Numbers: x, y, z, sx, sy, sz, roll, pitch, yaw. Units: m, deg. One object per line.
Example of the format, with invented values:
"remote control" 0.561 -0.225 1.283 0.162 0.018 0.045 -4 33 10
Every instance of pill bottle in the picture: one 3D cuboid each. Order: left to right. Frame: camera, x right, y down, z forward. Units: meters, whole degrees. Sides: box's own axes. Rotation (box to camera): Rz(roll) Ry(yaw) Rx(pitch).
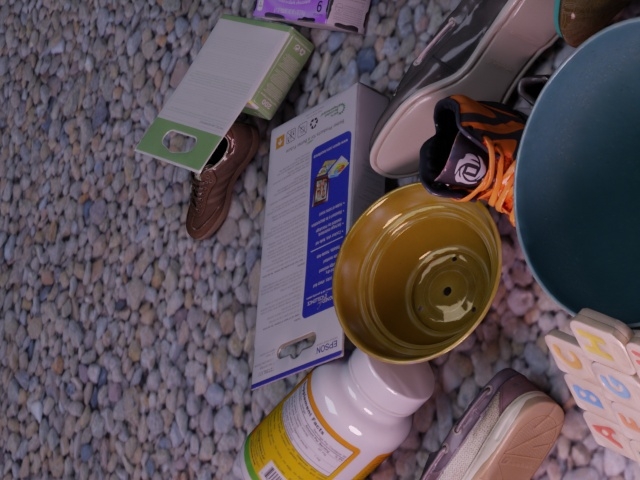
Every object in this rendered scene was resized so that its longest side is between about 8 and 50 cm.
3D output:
"pill bottle" 0.023 0.217 1.963 0.245 0.136 0.136 -47 49 33

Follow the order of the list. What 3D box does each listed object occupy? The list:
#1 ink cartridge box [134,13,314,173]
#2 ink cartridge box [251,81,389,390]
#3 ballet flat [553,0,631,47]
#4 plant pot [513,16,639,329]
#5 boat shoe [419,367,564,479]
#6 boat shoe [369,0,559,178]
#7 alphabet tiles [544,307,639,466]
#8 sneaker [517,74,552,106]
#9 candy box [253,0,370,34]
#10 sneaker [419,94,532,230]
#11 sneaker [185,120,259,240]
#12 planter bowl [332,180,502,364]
"ink cartridge box" -0.131 -0.192 2.237 0.171 0.056 0.235 20 77 50
"ink cartridge box" 0.000 0.000 2.040 0.176 0.069 0.371 -25 50 45
"ballet flat" 0.341 -0.367 1.744 0.124 0.116 0.342 14 89 31
"plant pot" 0.354 -0.050 1.571 0.290 0.195 0.290 -14 71 48
"boat shoe" 0.158 0.265 1.824 0.285 0.103 0.092 -58 39 20
"boat shoe" 0.175 -0.207 1.905 0.335 0.112 0.095 -47 32 27
"alphabet tiles" 0.327 0.181 1.529 0.021 0.284 0.278 -44 37 -18
"sneaker" 0.274 -0.151 1.792 0.158 0.065 0.061 13 92 51
"candy box" 0.002 -0.378 2.165 0.165 0.070 0.196 15 95 51
"sneaker" 0.208 -0.038 1.758 0.124 0.180 0.321 -59 44 24
"sneaker" -0.156 -0.087 2.295 0.066 0.071 0.188 48 118 44
"planter bowl" 0.128 0.048 1.889 0.217 0.090 0.217 -13 65 29
